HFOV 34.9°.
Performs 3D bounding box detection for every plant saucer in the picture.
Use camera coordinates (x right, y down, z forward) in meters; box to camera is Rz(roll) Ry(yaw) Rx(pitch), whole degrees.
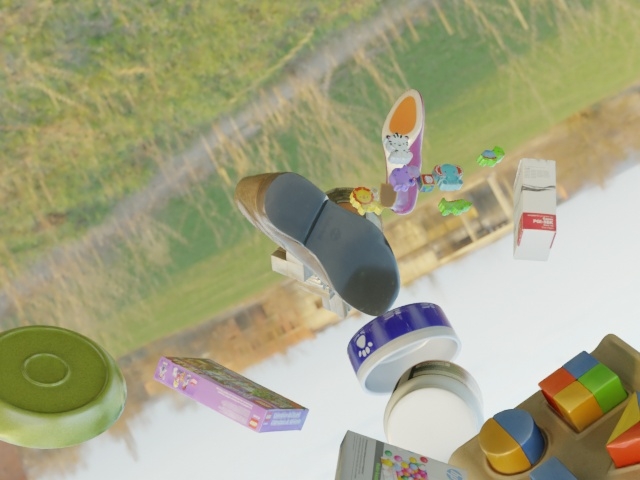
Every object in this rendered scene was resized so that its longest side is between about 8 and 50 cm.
[{"bbox_3d":[-0.395,0.196,1.460,0.241,0.241,0.037,-23,141,-46],"label":"plant saucer"}]

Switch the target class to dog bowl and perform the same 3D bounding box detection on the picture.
[{"bbox_3d":[0.201,0.265,2.471,0.265,0.104,0.265,-18,148,-12],"label":"dog bowl"}]

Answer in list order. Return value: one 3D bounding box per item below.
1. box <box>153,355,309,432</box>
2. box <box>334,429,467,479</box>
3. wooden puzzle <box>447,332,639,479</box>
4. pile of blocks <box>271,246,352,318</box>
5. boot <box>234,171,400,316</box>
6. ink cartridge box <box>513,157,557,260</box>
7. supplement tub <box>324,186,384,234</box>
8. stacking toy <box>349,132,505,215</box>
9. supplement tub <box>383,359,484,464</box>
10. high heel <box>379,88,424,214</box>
[{"bbox_3d":[-0.195,0.337,2.245,0.201,0.293,0.057,16,95,-63],"label":"box"},{"bbox_3d":[0.111,0.351,1.417,0.145,0.186,0.038,-75,-174,-59],"label":"box"},{"bbox_3d":[0.369,0.297,1.481,0.348,0.080,0.322,-39,-152,-2],"label":"wooden puzzle"},{"bbox_3d":[-0.008,0.046,2.228,0.149,0.113,0.362,-64,153,-11],"label":"pile of blocks"},{"bbox_3d":[0.000,0.000,1.462,0.115,0.305,0.112,10,-117,53],"label":"boot"},{"bbox_3d":[0.340,-0.049,1.621,0.056,0.135,0.099,4,151,4],"label":"ink cartridge box"},{"bbox_3d":[0.064,0.005,2.620,0.207,0.207,0.338,-28,-162,12],"label":"supplement tub"},{"bbox_3d":[0.177,-0.106,1.688,0.221,0.052,0.167,0,149,-19],"label":"stacking toy"},{"bbox_3d":[0.224,0.344,1.992,0.191,0.191,0.272,-28,178,9],"label":"supplement tub"},{"bbox_3d":[0.176,-0.173,2.021,0.082,0.244,0.117,6,179,27],"label":"high heel"}]
